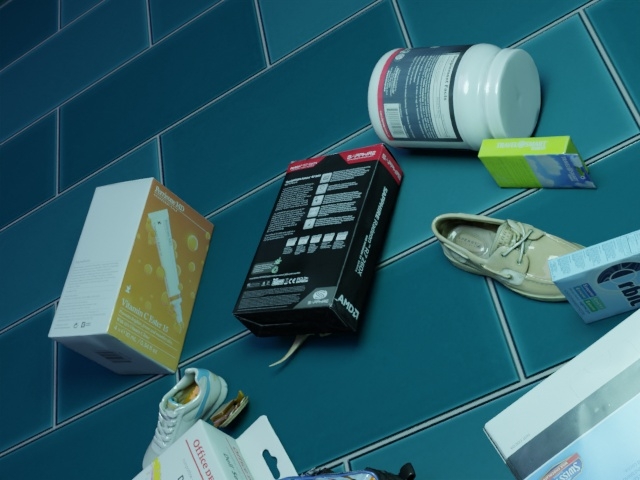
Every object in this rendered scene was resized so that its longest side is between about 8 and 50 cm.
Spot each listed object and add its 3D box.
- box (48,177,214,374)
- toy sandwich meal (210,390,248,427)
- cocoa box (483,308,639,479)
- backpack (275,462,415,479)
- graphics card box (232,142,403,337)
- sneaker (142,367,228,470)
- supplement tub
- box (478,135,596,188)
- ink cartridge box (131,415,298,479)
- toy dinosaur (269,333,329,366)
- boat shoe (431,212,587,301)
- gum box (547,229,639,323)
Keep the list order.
[{"bbox_3d":[-0.381,0.077,1.934,0.168,0.215,0.345,-7,60,33],"label":"box"},{"bbox_3d":[-0.167,0.311,1.732,0.029,0.085,0.085,44,91,-1],"label":"toy sandwich meal"},{"bbox_3d":[0.440,0.258,1.210,0.347,0.231,0.228,-39,47,9],"label":"cocoa box"},{"bbox_3d":[-0.001,0.473,1.424,0.263,0.213,0.277,-19,55,39],"label":"backpack"},{"bbox_3d":[0.000,0.000,1.751,0.232,0.094,0.371,-8,48,35],"label":"graphics card box"},{"bbox_3d":[-0.274,0.342,1.772,0.087,0.092,0.229,24,80,41],"label":"sneaker"},{"bbox_3d":[0.241,-0.259,1.713,0.272,0.191,0.191,6,66,38],"label":"supplement tub"},{"bbox_3d":[0.371,-0.131,1.594,0.178,0.109,0.042,3,63,37],"label":"box"},{"bbox_3d":[-0.218,0.464,1.634,0.353,0.119,0.207,-42,46,5],"label":"ink cartridge box"},{"bbox_3d":[-0.024,0.162,1.747,0.092,0.053,0.183,-6,56,50],"label":"toy dinosaur"},{"bbox_3d":[0.316,0.018,1.545,0.302,0.098,0.109,18,74,42],"label":"boat shoe"},{"bbox_3d":[0.452,0.050,1.387,0.184,0.157,0.041,-21,52,25],"label":"gum box"}]
